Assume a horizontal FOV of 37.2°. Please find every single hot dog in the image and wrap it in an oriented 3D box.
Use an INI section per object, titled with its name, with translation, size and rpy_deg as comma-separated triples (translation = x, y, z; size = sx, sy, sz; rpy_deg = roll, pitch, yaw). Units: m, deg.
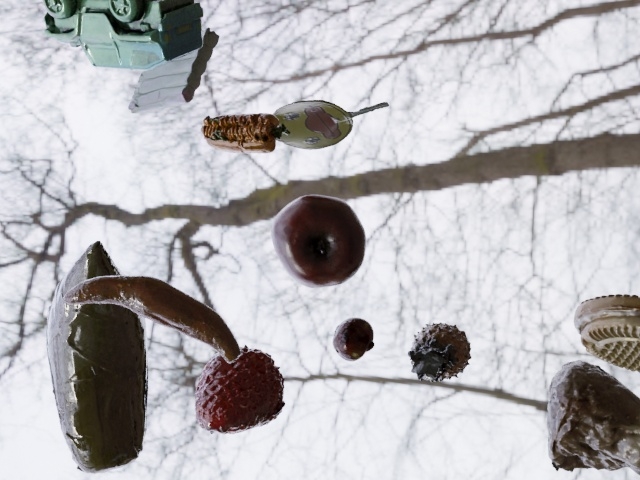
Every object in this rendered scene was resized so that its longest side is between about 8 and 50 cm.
[hot dog]
translation = -0.140, -0.191, 1.682
size = 0.055, 0.188, 0.072
rpy_deg = 13, -97, -51

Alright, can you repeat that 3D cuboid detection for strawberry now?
[strawberry]
translation = -0.191, 0.353, 2.102
size = 0.244, 0.205, 0.205
rpy_deg = -58, -39, -68

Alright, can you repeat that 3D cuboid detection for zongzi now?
[zongzi]
translation = -0.374, 0.211, 1.616
size = 0.174, 0.393, 0.356
rpy_deg = -4, -103, -15

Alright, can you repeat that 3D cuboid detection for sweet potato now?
[sweet potato]
translation = -0.220, 0.090, 1.283
size = 0.058, 0.255, 0.078
rpy_deg = -72, 1, -69

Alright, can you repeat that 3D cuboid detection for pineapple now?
[pineapple]
translation = 0.283, 0.292, 2.352
size = 0.278, 0.157, 0.158
rpy_deg = -17, -73, -71

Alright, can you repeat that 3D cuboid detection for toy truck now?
[toy truck]
translation = -0.349, -0.390, 1.673
size = 0.155, 0.278, 0.156
rpy_deg = -40, -48, -51

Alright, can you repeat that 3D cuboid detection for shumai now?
[shumai]
translation = 0.607, 0.366, 1.890
size = 0.346, 0.283, 0.217
rpy_deg = 48, -127, -45

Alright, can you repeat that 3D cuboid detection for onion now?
[onion]
translation = 0.088, 0.256, 2.473
size = 0.118, 0.118, 0.117
rpy_deg = 36, -112, -51

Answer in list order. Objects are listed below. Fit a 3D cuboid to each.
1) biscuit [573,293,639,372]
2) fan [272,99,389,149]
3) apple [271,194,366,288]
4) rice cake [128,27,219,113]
[biscuit]
translation = 0.559, 0.167, 1.619
size = 0.259, 0.259, 0.079
rpy_deg = 43, -123, -48
[fan]
translation = 0.014, -0.300, 2.391
size = 0.229, 0.335, 0.011
rpy_deg = 42, -140, -56
[apple]
translation = 0.001, 0.002, 2.197
size = 0.234, 0.234, 0.234
rpy_deg = -7, -82, -55
[rice cake]
translation = -0.289, -0.329, 1.854
size = 0.037, 0.198, 0.189
rpy_deg = 36, -120, -38
